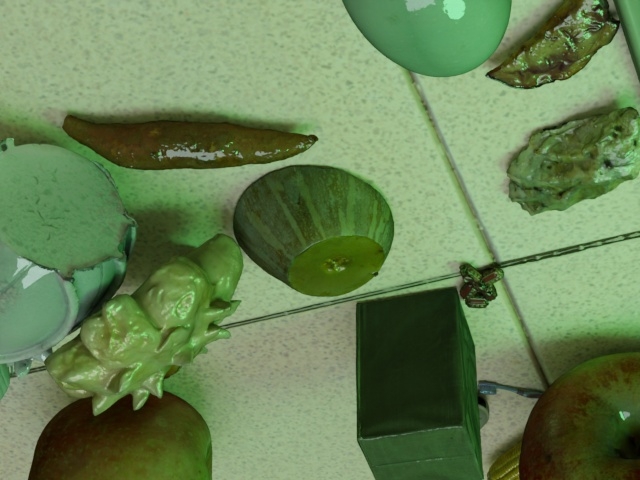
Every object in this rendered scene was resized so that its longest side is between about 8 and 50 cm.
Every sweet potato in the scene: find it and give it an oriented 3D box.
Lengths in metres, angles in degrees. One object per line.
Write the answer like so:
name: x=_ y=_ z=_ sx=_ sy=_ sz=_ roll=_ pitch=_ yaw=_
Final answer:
sweet potato: x=-0.159 y=-0.115 z=1.593 sx=0.314 sy=0.072 sz=0.066 roll=2 pitch=123 yaw=5

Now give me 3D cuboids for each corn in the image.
corn: x=0.337 y=0.345 z=2.074 sx=0.067 sy=0.067 sz=0.206 roll=24 pitch=134 yaw=-21

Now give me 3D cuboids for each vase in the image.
vase: x=-0.423 y=0.066 z=1.699 sx=0.250 sy=0.250 sz=0.445 roll=23 pitch=138 yaw=-21

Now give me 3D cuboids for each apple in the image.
apple: x=-0.300 y=0.374 z=1.965 sx=0.277 sy=0.319 sz=0.319 roll=1 pitch=138 yaw=-2
apple: x=0.453 y=0.328 z=1.850 sx=0.349 sy=0.348 sz=0.277 roll=-4 pitch=147 yaw=8

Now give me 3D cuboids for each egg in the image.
egg: x=0.108 y=-0.265 z=1.341 sx=0.168 sy=0.168 sz=0.231 roll=-20 pitch=137 yaw=23

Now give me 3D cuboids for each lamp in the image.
lamp: x=0.217 y=0.065 z=1.802 sx=0.063 sy=0.031 sz=0.083 roll=5 pitch=142 yaw=-1

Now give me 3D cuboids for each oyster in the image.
oyster: x=0.318 y=-0.083 z=1.604 sx=0.209 sy=0.072 sz=0.133 roll=-23 pitch=129 yaw=28

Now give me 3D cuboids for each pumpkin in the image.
pumpkin: x=-0.006 y=0.009 z=1.703 sx=0.217 sy=0.110 sz=0.217 roll=-2 pitch=134 yaw=-2

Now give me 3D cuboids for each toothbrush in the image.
toothbrush: x=0.332 y=0.238 z=1.994 sx=0.193 sy=0.019 sz=0.013 roll=10 pitch=137 yaw=-10

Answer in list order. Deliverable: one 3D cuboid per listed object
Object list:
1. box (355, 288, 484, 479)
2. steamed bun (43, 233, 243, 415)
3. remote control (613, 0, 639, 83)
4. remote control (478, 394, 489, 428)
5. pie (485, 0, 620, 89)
box: x=0.137 y=0.210 z=1.814 sx=0.149 sy=0.231 sz=0.155 roll=-9 pitch=137 yaw=13
steamed bun: x=-0.205 y=0.117 z=1.690 sx=0.137 sy=0.292 sz=0.295 roll=51 pitch=172 yaw=2
remote control: x=0.391 y=-0.222 z=1.463 sx=0.090 sy=0.038 sz=0.309 roll=-26 pitch=133 yaw=8
remote control: x=0.191 y=0.304 z=2.056 sx=0.078 sy=0.042 sz=0.221 roll=18 pitch=135 yaw=-15
pie: x=0.274 y=-0.223 z=1.477 sx=0.092 sy=0.034 sz=0.170 roll=24 pitch=130 yaw=-26
